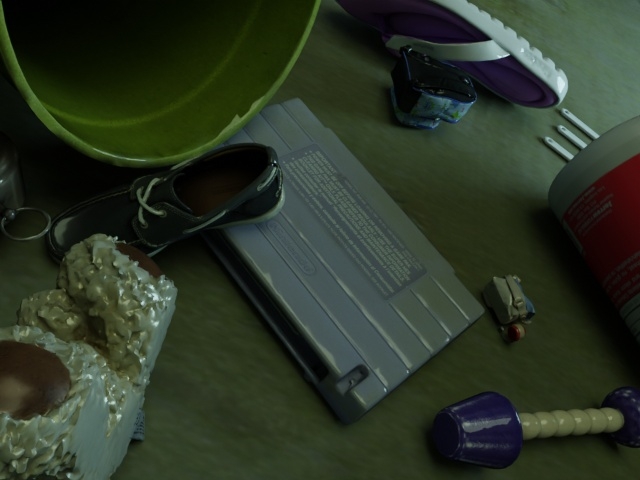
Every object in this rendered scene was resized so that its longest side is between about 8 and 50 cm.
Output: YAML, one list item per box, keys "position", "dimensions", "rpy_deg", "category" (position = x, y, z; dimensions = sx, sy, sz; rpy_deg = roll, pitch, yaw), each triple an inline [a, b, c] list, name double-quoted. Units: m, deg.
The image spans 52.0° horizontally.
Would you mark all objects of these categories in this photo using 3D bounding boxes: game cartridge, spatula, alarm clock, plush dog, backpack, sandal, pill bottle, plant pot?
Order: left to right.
- position: [-0.311, -0.048, 0.563]
  dimensions: [0.192, 0.064, 0.129]
  rpy_deg: [27, 42, 13]
  category: "alarm clock"
- position: [-0.249, 0.107, 0.460]
  dimensions: [0.226, 0.210, 0.262]
  rpy_deg: [15, 20, 0]
  category: "plush dog"
- position: [-0.237, -0.313, 0.644]
  dimensions: [0.353, 0.366, 0.367]
  rpy_deg: [33, 43, 27]
  category: "plant pot"
- position: [0.000, 0.000, 0.734]
  dimensions: [0.230, 0.068, 0.355]
  rpy_deg: [-25, 70, -44]
  category: "game cartridge"
- position: [0.163, -0.218, 0.971]
  dimensions: [0.115, 0.084, 0.104]
  rpy_deg: [8, 51, -19]
  category: "backpack"
- position: [0.207, -0.293, 1.031]
  dimensions: [0.417, 0.169, 0.102]
  rpy_deg: [22, 81, -11]
  category: "sandal"
- position: [0.499, -0.130, 1.136]
  dimensions: [0.242, 0.019, 0.168]
  rpy_deg: [40, 48, 4]
  category: "spatula"
- position: [0.499, 0.045, 0.857]
  dimensions: [0.229, 0.229, 0.407]
  rpy_deg: [-7, 60, -33]
  category: "pill bottle"

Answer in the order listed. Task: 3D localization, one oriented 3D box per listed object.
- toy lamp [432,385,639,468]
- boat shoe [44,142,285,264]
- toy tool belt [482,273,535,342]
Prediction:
- position: [0.244, 0.197, 0.702]
  dimensions: [0.275, 0.080, 0.080]
  rpy_deg: [2, 55, -27]
  category: "toy lamp"
- position: [-0.149, -0.038, 0.621]
  dimensions: [0.233, 0.079, 0.083]
  rpy_deg: [-17, 74, -8]
  category: "boat shoe"
- position: [0.242, 0.081, 0.809]
  dimensions: [0.051, 0.052, 0.083]
  rpy_deg: [-8, 61, -24]
  category: "toy tool belt"
